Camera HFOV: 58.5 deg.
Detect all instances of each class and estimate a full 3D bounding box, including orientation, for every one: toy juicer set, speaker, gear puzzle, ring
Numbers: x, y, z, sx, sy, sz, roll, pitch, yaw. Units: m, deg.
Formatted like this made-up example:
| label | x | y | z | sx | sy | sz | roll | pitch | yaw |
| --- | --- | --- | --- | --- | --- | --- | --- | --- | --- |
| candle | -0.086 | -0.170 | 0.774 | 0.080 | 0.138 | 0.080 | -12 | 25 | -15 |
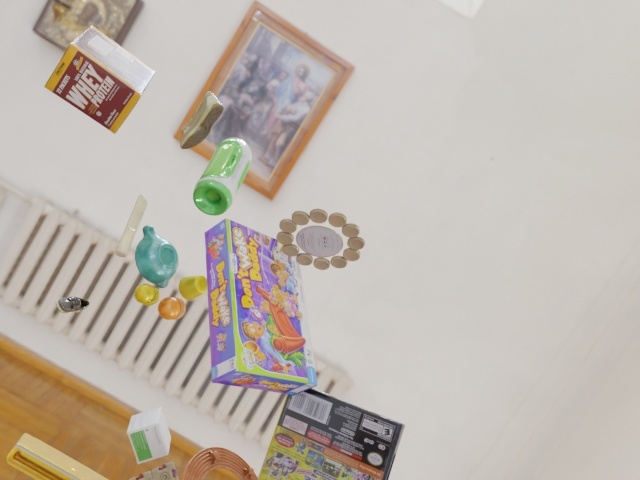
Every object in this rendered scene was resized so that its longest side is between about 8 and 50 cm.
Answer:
| label | x | y | z | sx | sy | sz | roll | pitch | yaw |
| --- | --- | --- | --- | --- | --- | --- | --- | --- | --- |
| toy juicer set | -0.451 | 0.070 | 1.512 | 0.329 | 0.089 | 0.209 | 58 | 36 | -22 |
| speaker | -0.299 | -0.205 | 1.779 | 0.131 | 0.131 | 0.297 | 29 | 37 | -13 |
| gear puzzle | -0.624 | 0.886 | 1.910 | 0.044 | 0.338 | 0.176 | 93 | -25 | -71 |
| ring | -0.243 | 0.721 | 1.549 | 0.336 | 0.032 | 0.337 | 45 | 22 | -24 |

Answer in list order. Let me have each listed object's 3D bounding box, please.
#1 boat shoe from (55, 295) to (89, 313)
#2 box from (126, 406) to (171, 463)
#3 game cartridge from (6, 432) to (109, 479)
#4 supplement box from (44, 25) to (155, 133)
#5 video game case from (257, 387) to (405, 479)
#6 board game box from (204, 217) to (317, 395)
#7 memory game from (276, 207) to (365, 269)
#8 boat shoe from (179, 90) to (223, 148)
| label | x | y | z | sx | sy | sz | roll | pitch | yaw |
| --- | --- | --- | --- | --- | --- | --- | --- | --- | --- |
| boat shoe | -0.798 | 0.202 | 1.844 | 0.152 | 0.049 | 0.056 | 63 | 2 | -85 |
| box | -0.467 | 0.532 | 1.562 | 0.087 | 0.101 | 0.102 | -15 | 12 | -8 |
| game cartridge | -0.637 | 0.582 | 1.429 | 0.285 | 0.053 | 0.323 | 37 | -26 | -12 |
| supplement box | -0.545 | -0.405 | 1.435 | 0.191 | 0.129 | 0.194 | 35 | 24 | -23 |
| video game case | 0.017 | 0.471 | 1.244 | 0.274 | 0.249 | 0.035 | 15 | -12 | 24 |
| board game box | -0.134 | 0.148 | 1.259 | 0.233 | 0.078 | 0.348 | 24 | 47 | -44 |
| memory game | 0.000 | 0.000 | 1.172 | 0.186 | 0.186 | 0.012 | 29 | 47 | -21 |
| boat shoe | -0.278 | -0.269 | 1.298 | 0.056 | 0.153 | 0.048 | -18 | 69 | -52 |
